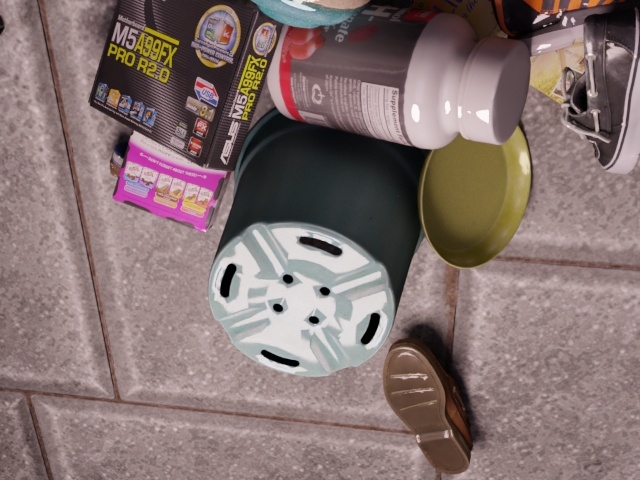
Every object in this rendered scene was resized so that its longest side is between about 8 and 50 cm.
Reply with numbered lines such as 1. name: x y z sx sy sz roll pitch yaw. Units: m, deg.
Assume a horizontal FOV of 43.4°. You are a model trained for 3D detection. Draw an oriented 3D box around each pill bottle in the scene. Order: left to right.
1. pill bottle: 0.103 -0.219 1.066 0.319 0.176 0.176 16 126 28

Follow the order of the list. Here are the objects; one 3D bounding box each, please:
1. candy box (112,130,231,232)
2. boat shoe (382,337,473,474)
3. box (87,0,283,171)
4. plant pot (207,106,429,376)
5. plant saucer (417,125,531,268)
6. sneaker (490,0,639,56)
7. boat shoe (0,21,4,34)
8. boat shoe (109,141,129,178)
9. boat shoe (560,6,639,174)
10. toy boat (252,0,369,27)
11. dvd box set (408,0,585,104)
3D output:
1. candy box: -0.209 -0.150 1.250 0.159 0.071 0.233 20 103 -2
2. boat shoe: 0.196 0.284 1.464 0.111 0.104 0.307 -8 121 25
3. box: -0.195 -0.243 1.117 0.270 0.060 0.216 30 107 32
4. plant pot: 0.000 0.000 1.189 0.341 0.334 0.341 4 121 7
5. plant saucer: 0.223 -0.078 1.193 0.037 0.241 0.240 16 135 50
6. sneaker: 0.352 -0.352 0.954 0.321 0.124 0.180 -18 118 20
7. boat shoe: -0.547 -0.302 1.276 0.042 0.049 0.133 41 116 -5
8. boat shoe: -0.267 -0.095 1.347 0.183 0.066 0.066 32 132 -5
9. boat shoe: 0.358 -0.177 1.015 0.105 0.113 0.306 3 162 15
10. toy boat: -0.081 -0.359 1.006 0.318 0.267 0.148 20 125 0
11. dvd box set: 0.375 -0.333 1.073 0.421 0.062 0.307 29 122 -8
